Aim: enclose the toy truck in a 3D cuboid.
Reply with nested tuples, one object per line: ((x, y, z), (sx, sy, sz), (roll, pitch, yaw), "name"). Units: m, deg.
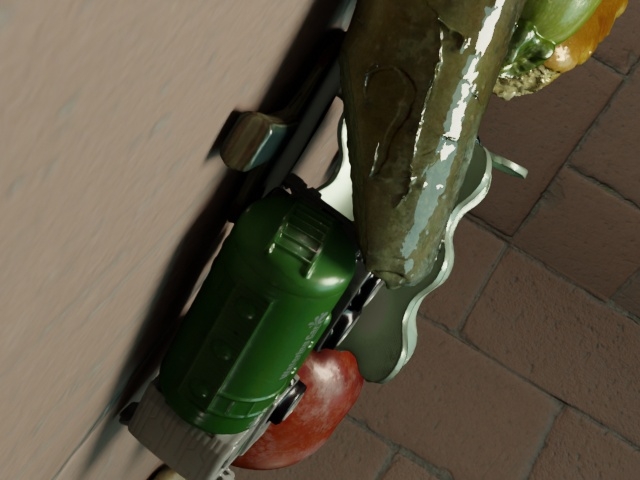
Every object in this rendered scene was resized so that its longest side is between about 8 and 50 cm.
((-0.048, 0.066, 0.739), (0.125, 0.101, 0.242), (-45, 169, -52), "toy truck")

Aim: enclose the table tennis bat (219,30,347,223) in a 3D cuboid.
((-0.023, -0.071, 0.709), (0.154, 0.021, 0.274), (-59, 178, 11), "table tennis bat")

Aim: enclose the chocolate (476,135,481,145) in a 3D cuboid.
((0.082, -0.103, 1.154), (0.133, 0.156, 0.156), (-30, 170, -10), "chocolate")

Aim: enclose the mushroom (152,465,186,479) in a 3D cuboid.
((-0.175, 0.303, 1.299), (0.084, 0.071, 0.209), (-29, 171, -3), "mushroom")

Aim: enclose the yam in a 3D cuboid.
((0.061, -0.105, 0.646), (0.106, 0.106, 0.259), (-46, 157, -71), "yam")

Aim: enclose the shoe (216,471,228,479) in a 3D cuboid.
((-0.180, 0.394, 1.584), (0.125, 0.099, 0.227), (-52, -177, 17), "shoe")

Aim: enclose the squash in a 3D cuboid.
((0.138, -0.152, 0.697), (0.105, 0.105, 0.132), (-30, 137, -81), "squash")

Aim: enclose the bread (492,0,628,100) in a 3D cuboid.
((0.191, -0.230, 1.025), (0.245, 0.174, 0.121), (-40, 167, -53), "bread")

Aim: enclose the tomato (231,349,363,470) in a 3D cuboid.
((-0.042, 0.124, 1.001), (0.187, 0.151, 0.187), (-57, -179, 2), "tomato")

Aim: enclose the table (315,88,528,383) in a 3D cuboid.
((0.046, 0.002, 0.857), (0.166, 0.167, 0.198), (-4, 118, -85), "table")
